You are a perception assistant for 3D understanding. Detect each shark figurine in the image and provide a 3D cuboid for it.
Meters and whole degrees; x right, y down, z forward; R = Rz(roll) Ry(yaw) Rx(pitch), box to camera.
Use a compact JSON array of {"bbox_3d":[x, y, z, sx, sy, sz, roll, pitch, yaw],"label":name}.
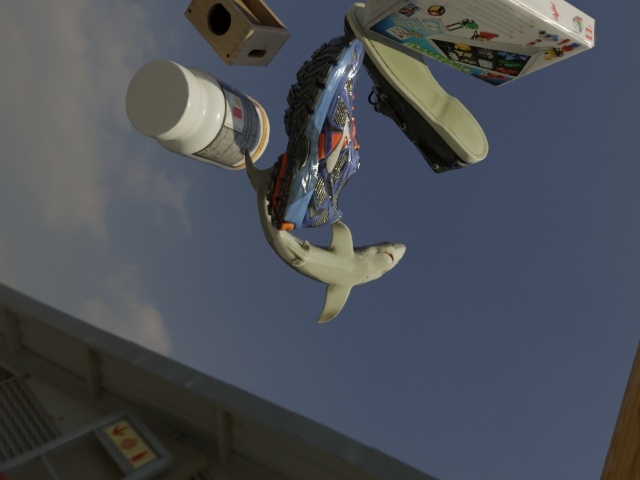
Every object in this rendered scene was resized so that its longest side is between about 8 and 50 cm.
[{"bbox_3d":[-0.027,0.002,0.835,0.166,0.278,0.116,-56,-156,-2],"label":"shark figurine"}]

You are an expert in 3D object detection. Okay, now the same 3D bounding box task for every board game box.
[{"bbox_3d":[0.244,-0.334,0.880,0.193,0.305,0.053,-10,-108,57],"label":"board game box"}]

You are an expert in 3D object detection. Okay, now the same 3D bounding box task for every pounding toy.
[{"bbox_3d":[-0.187,-0.406,1.004,0.206,0.181,0.094,50,-59,8],"label":"pounding toy"}]

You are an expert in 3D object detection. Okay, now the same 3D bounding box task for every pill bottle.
[{"bbox_3d":[-0.223,-0.231,1.077,0.162,0.278,0.162,-1,-93,20],"label":"pill bottle"}]

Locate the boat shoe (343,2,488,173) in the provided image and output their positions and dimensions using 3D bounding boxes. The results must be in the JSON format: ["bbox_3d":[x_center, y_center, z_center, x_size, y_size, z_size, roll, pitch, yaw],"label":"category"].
[{"bbox_3d":[0.144,-0.251,0.997,0.340,0.127,0.113,42,-40,-13],"label":"boat shoe"}]

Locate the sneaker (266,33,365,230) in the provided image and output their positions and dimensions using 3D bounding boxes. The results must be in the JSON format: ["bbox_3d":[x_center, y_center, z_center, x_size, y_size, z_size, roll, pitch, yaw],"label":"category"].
[{"bbox_3d":[0.006,-0.113,0.630,0.083,0.087,0.221,47,-56,55],"label":"sneaker"}]

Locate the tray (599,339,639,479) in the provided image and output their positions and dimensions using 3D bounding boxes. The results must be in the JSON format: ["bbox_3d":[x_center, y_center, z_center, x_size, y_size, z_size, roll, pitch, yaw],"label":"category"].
[{"bbox_3d":[0.502,0.352,0.800,0.203,0.411,0.076,31,-18,-11],"label":"tray"}]
